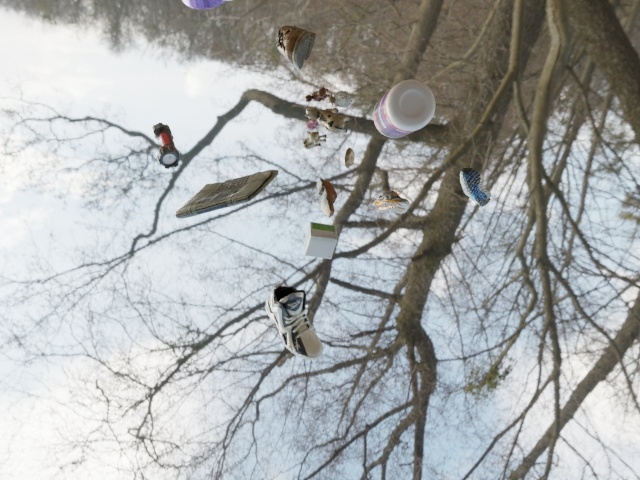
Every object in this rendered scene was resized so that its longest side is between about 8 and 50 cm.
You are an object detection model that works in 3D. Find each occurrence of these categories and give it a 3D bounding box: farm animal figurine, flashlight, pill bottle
[{"bbox_3d":[0.005,-0.623,2.426,0.327,0.330,0.172,22,-152,38],"label":"farm animal figurine"},{"bbox_3d":[-0.742,-0.460,2.207,0.103,0.103,0.304,-21,-131,-13],"label":"flashlight"},{"bbox_3d":[0.310,-0.498,1.801,0.182,0.181,0.323,2,-175,-6],"label":"pill bottle"}]

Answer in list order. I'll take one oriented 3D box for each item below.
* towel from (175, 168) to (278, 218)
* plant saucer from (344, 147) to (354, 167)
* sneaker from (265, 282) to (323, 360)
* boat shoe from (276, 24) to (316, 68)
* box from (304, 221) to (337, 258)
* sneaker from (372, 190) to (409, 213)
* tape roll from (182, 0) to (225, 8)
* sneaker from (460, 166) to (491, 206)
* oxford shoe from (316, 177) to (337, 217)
[{"bbox_3d":[-0.345,-0.188,1.748,0.313,0.056,0.324,-12,-158,21],"label":"towel"},{"bbox_3d":[0.120,-0.333,1.873,0.015,0.083,0.083,10,-144,24],"label":"plant saucer"},{"bbox_3d":[-0.069,0.214,1.291,0.094,0.153,0.235,-21,-121,-23],"label":"sneaker"},{"bbox_3d":[-0.089,-0.610,1.451,0.105,0.110,0.307,19,-156,-3],"label":"boat shoe"},{"bbox_3d":[0.000,0.000,1.684,0.101,0.101,0.087,9,-140,-10],"label":"box"},{"bbox_3d":[0.290,-0.163,1.874,0.083,0.084,0.215,-57,-154,-10],"label":"sneaker"},{"bbox_3d":[-0.442,-0.967,1.756,0.189,0.080,0.188,-1,-121,1],"label":"tape roll"},{"bbox_3d":[0.509,-0.187,1.588,0.071,0.191,0.083,-48,-138,-1],"label":"sneaker"},{"bbox_3d":[0.039,-0.176,1.917,0.076,0.076,0.212,11,-134,-23],"label":"oxford shoe"}]
